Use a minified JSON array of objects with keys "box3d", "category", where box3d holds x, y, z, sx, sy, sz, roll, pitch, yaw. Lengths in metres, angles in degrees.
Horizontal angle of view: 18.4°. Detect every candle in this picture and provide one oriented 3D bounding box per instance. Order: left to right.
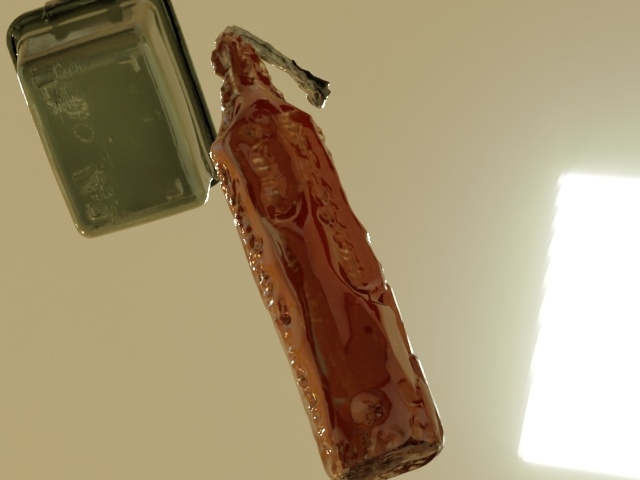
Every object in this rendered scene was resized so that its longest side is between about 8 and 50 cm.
[{"box3d":[0.000,0.000,0.624,0.048,0.053,0.162,-16,-108,-15],"category":"candle"}]

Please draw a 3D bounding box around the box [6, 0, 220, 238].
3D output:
[{"box3d":[-0.144,-0.086,1.387,0.124,0.093,0.172,-18,-67,5],"category":"box"}]
